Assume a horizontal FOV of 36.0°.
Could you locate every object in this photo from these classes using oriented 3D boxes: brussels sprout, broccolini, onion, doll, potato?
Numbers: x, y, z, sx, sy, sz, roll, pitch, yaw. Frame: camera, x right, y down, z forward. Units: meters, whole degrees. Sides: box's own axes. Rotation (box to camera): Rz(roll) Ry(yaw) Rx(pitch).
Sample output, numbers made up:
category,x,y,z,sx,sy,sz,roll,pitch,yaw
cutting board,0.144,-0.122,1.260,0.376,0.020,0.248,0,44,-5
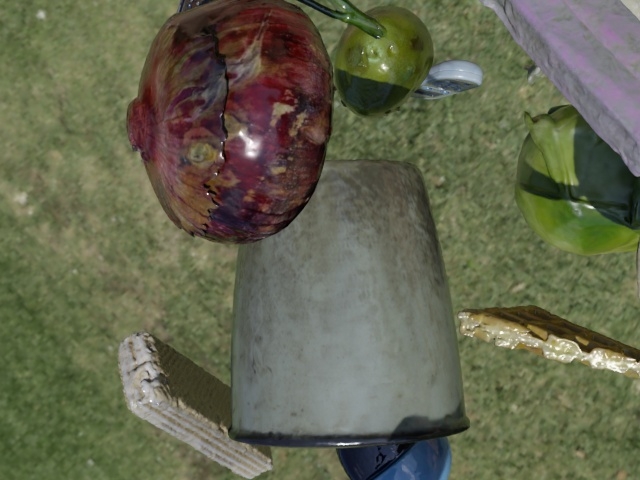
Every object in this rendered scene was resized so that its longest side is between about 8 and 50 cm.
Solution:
category,x,y,z,sx,sy,sz,roll,pitch,yaw
brussels sprout,0.414,-0.095,1.417,0.260,0.227,0.294,7,163,13
broccolini,-0.021,-0.261,1.034,0.201,0.073,0.058,31,175,-26
onion,-0.087,-0.113,0.933,0.190,0.246,0.246,1,140,-20
doll,0.093,0.313,1.580,0.314,0.177,0.141,51,165,6
potato,0.097,-0.288,1.588,0.148,0.186,0.253,39,-178,4

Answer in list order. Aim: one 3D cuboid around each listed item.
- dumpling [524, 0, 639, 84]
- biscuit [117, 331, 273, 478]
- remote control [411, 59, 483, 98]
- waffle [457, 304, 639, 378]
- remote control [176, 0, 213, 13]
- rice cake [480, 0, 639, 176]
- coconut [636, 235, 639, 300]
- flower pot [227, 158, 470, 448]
category,x,y,z,sx,sy,sz,roll,pitch,yaw
dumpling,0.377,-0.300,1.408,0.147,0.258,0.193,50,145,7
biscuit,-0.212,0.302,1.738,0.079,0.144,0.426,-28,143,11
remote control,0.226,-0.304,1.867,0.244,0.087,0.047,-178,94,-70
waffle,0.235,0.102,0.912,0.191,0.125,0.032,22,104,48
remote control,-0.157,-0.271,1.242,0.059,0.028,0.212,22,133,-7
rice cake,0.261,-0.183,0.943,0.298,0.106,0.050,57,161,30
coconut,0.431,0.034,0.965,0.222,0.202,0.202,27,143,59
flower pot,0.030,0.075,1.207,0.294,0.294,0.330,-4,86,39
